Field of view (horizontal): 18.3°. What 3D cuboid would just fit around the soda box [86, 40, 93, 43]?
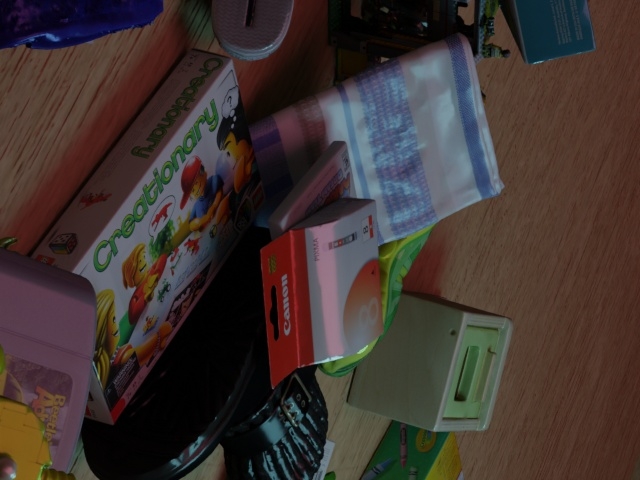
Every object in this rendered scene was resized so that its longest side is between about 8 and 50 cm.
[{"bbox_3d":[-0.249,-0.194,1.508,0.216,0.069,0.073,-6,109,-65],"label":"soda box"}]

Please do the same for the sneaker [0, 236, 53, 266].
[{"bbox_3d":[-0.286,0.111,1.622,0.097,0.084,0.234,28,75,-41],"label":"sneaker"}]

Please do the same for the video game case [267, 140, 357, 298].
[{"bbox_3d":[0.000,0.000,1.976,0.157,0.019,0.143,-52,139,-48],"label":"video game case"}]

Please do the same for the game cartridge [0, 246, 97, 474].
[{"bbox_3d":[-0.284,0.147,1.543,0.196,0.060,0.294,22,82,-39],"label":"game cartridge"}]

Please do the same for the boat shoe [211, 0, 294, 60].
[{"bbox_3d":[-0.052,-0.317,1.854,0.094,0.109,0.302,-156,-100,-80],"label":"boat shoe"}]

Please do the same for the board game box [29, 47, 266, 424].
[{"bbox_3d":[-0.155,-0.006,1.834,0.305,0.053,0.193,-57,150,-35],"label":"board game box"}]

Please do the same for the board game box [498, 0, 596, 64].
[{"bbox_3d":[0.213,-0.357,2.147,0.336,0.079,0.253,-94,171,-70],"label":"board game box"}]

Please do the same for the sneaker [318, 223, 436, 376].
[{"bbox_3d":[0.053,0.028,2.276,0.295,0.109,0.123,-61,175,-32],"label":"sneaker"}]

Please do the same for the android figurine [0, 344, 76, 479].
[{"bbox_3d":[-0.305,0.180,1.467,0.273,0.056,0.248,23,82,-34],"label":"android figurine"}]

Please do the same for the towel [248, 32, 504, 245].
[{"bbox_3d":[0.050,-0.076,2.052,0.285,0.034,0.209,-25,126,-14],"label":"towel"}]

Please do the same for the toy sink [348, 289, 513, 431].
[{"bbox_3d":[0.152,0.152,2.491,0.234,0.131,0.152,13,92,-66],"label":"toy sink"}]

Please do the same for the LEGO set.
[{"bbox_3d":[0.139,-0.209,2.185,0.255,0.192,0.331,-34,134,-56],"label":"LEGO set"}]

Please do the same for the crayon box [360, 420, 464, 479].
[{"bbox_3d":[0.091,0.376,2.546,0.278,0.081,0.165,-58,150,-34],"label":"crayon box"}]

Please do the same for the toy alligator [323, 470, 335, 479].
[{"bbox_3d":[-0.049,0.318,2.261,0.051,0.056,0.189,46,57,-10],"label":"toy alligator"}]

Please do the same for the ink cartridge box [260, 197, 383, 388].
[{"bbox_3d":[0.004,0.049,1.925,0.179,0.045,0.145,-35,125,-60],"label":"ink cartridge box"}]

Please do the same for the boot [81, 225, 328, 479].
[{"bbox_3d":[-0.099,0.183,1.968,0.348,0.131,0.260,-54,148,-40],"label":"boot"}]

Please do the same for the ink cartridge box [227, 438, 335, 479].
[{"bbox_3d":[-0.051,0.269,2.183,0.099,0.056,0.135,28,78,-48],"label":"ink cartridge box"}]

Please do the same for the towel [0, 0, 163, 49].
[{"bbox_3d":[-0.199,-0.295,1.444,0.228,0.076,0.308,-30,112,-63],"label":"towel"}]
